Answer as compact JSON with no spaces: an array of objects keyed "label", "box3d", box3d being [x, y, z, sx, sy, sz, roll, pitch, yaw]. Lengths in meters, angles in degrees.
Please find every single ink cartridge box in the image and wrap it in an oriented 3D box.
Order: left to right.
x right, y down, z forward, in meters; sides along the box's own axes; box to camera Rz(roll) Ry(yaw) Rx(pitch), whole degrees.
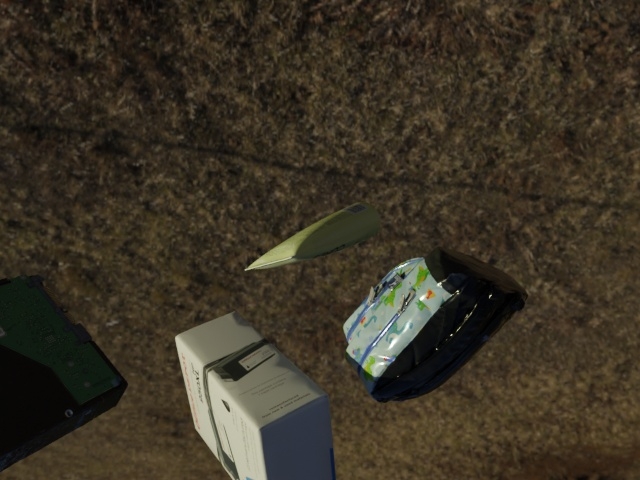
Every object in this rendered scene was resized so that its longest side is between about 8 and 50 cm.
[{"label":"ink cartridge box","box3d":[-0.145,0.374,1.406,0.166,0.395,0.285,-20,120,-28]}]

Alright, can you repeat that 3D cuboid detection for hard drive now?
[{"label":"hard drive","box3d":[-0.447,0.182,0.811,0.339,0.237,0.064,-26,157,-52]}]

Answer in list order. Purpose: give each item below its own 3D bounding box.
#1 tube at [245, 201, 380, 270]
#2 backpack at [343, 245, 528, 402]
[{"label":"tube","box3d":[0.000,0.000,0.948,0.240,0.062,0.070,-24,145,-50]},{"label":"backpack","box3d":[0.213,0.183,1.362,0.290,0.273,0.355,14,108,-48]}]
